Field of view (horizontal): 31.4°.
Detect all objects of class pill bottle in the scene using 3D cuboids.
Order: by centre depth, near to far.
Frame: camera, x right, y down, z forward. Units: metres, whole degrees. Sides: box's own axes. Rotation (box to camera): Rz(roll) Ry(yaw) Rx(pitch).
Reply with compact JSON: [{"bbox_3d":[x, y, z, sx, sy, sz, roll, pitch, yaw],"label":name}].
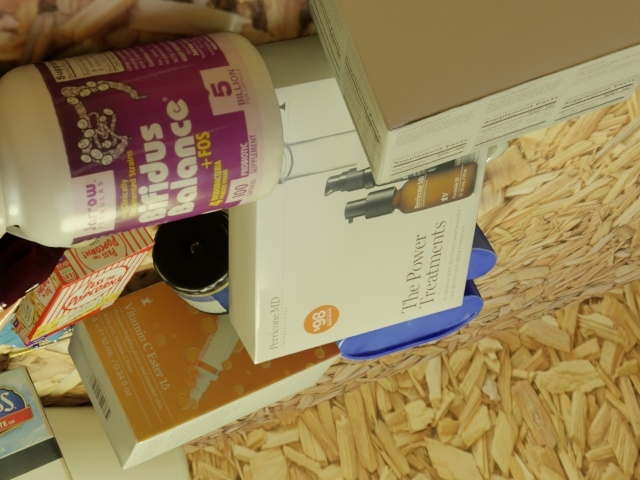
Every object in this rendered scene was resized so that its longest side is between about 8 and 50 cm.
[{"bbox_3d":[-0.200,-0.088,1.050,0.301,0.169,0.169,-15,162,-22],"label":"pill bottle"},{"bbox_3d":[-0.150,0.036,1.585,0.123,0.123,0.219,-21,164,2],"label":"pill bottle"}]

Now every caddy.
[{"bbox_3d":[0.118,0.045,1.856,0.341,0.179,0.241,-14,140,-21],"label":"caddy"}]

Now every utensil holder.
[{"bbox_3d":[-0.502,0.481,2.227,0.327,0.327,0.385,-29,159,24],"label":"utensil holder"}]

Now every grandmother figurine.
[{"bbox_3d":[-0.349,0.037,1.286,0.342,0.208,0.104,-40,122,20],"label":"grandmother figurine"}]

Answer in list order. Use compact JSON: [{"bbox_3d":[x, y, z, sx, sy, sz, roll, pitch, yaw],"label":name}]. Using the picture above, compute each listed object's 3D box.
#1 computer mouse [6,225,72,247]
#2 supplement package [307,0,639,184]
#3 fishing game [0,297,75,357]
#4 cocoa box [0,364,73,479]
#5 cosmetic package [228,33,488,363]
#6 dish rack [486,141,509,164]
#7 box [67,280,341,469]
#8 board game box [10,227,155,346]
[{"bbox_3d":[-0.315,-0.036,1.155,0.193,0.042,0.106,18,-177,36],"label":"computer mouse"},{"bbox_3d":[0.142,-0.203,1.039,0.262,0.204,0.145,-19,165,-6],"label":"supplement package"},{"bbox_3d":[-0.404,0.128,1.716,0.189,0.041,0.264,-15,163,-28],"label":"fishing game"},{"bbox_3d":[-0.612,0.377,1.814,0.347,0.228,0.231,-20,173,-33],"label":"cocoa box"},{"bbox_3d":[0.041,-0.056,1.282,0.284,0.097,0.377,-13,132,-19],"label":"cosmetic package"},{"bbox_3d":[0.073,-0.110,1.484,0.333,0.072,0.285,-23,163,8],"label":"dish rack"},{"bbox_3d":[-0.180,0.171,1.747,0.345,0.215,0.168,-22,165,-26],"label":"box"},{"bbox_3d":[-0.318,0.057,1.510,0.147,0.045,0.193,-28,168,-37],"label":"board game box"}]
